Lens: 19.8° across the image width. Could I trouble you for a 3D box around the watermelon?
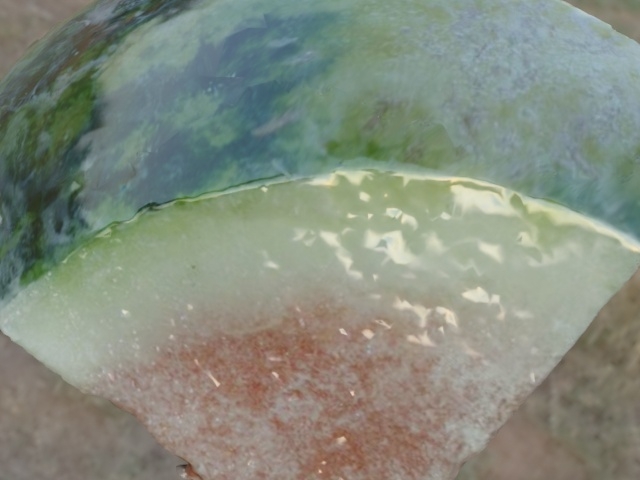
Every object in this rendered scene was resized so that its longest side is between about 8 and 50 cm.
[{"bbox_3d":[0.000,0.000,0.727,0.310,0.232,0.193,3,18,12],"label":"watermelon"}]
